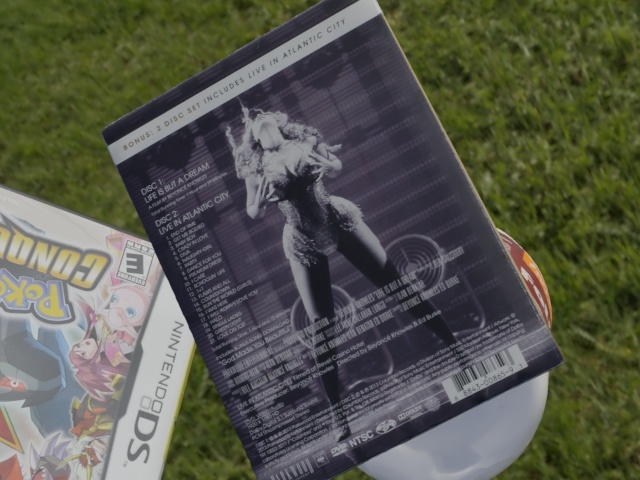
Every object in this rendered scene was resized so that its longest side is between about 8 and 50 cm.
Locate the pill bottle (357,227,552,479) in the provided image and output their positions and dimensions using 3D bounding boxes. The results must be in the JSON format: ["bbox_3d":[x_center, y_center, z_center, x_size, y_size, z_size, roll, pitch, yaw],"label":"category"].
[{"bbox_3d":[0.135,0.099,1.284,0.224,0.392,0.224,2,101,11],"label":"pill bottle"}]

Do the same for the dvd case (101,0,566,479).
[{"bbox_3d":[0.000,0.000,0.612,0.164,0.018,0.221,-29,78,11],"label":"dvd case"}]

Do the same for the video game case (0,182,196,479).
[{"bbox_3d":[-0.230,0.080,0.858,0.035,0.275,0.248,-46,27,55],"label":"video game case"}]
